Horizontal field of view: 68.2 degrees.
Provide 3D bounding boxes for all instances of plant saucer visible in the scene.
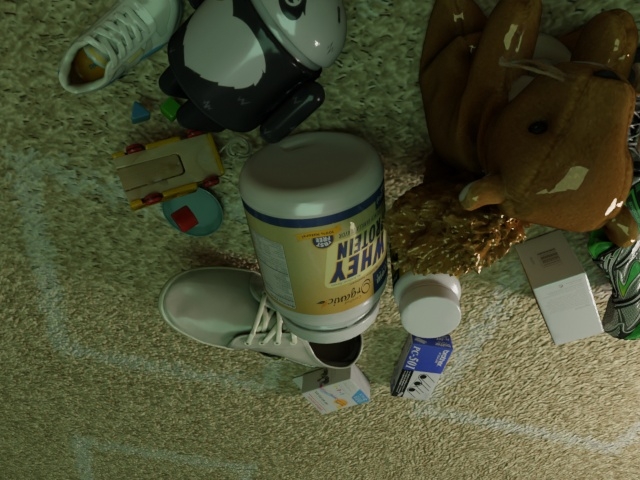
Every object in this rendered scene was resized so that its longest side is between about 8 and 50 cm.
[{"bbox_3d":[-0.245,-0.061,0.916,0.119,0.021,0.119,2,127,3],"label":"plant saucer"}]

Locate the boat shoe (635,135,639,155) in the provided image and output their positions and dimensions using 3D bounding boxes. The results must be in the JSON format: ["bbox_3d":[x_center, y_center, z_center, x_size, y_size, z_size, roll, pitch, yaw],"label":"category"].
[{"bbox_3d":[0.527,-0.117,0.575,0.335,0.121,0.119,7,113,-24],"label":"boat shoe"}]

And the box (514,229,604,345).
[{"bbox_3d":[0.455,0.091,0.905,0.091,0.130,0.170,-22,122,19],"label":"box"}]

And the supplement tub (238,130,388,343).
[{"bbox_3d":[0.000,0.000,0.812,0.228,0.228,0.316,-3,127,7],"label":"supplement tub"}]

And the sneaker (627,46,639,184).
[{"bbox_3d":[0.465,-0.160,0.708,0.086,0.132,0.229,8,128,-1],"label":"sneaker"}]

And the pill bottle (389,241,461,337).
[{"bbox_3d":[0.188,0.065,0.857,0.119,0.208,0.119,2,127,3],"label":"pill bottle"}]

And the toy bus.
[{"bbox_3d":[-0.250,-0.122,0.816,0.202,0.191,0.104,28,168,-15],"label":"toy bus"}]

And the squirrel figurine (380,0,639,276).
[{"bbox_3d":[0.251,-0.101,0.621,0.281,0.370,0.397,15,127,-7],"label":"squirrel figurine"}]

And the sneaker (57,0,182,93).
[{"bbox_3d":[-0.293,-0.294,0.696,0.228,0.092,0.087,-32,117,24],"label":"sneaker"}]

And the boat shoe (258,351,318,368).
[{"bbox_3d":[-0.109,0.223,1.078,0.305,0.091,0.109,35,123,-20],"label":"boat shoe"}]

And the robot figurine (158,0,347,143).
[{"bbox_3d":[-0.096,-0.263,0.651,0.278,0.174,0.209,-31,122,26],"label":"robot figurine"}]

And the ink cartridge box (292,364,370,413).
[{"bbox_3d":[0.024,0.381,1.208,0.181,0.062,0.104,-24,122,22],"label":"ink cartridge box"}]

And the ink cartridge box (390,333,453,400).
[{"bbox_3d":[0.239,0.305,1.141,0.097,0.046,0.207,8,128,-2],"label":"ink cartridge box"}]

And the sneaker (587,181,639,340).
[{"bbox_3d":[0.561,0.036,0.871,0.146,0.134,0.344,-1,119,14],"label":"sneaker"}]

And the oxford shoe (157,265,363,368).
[{"bbox_3d":[-0.097,0.160,0.959,0.449,0.169,0.130,20,171,-21],"label":"oxford shoe"}]
